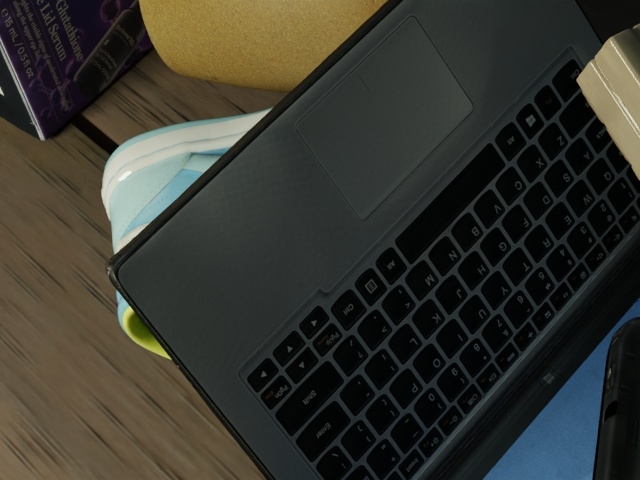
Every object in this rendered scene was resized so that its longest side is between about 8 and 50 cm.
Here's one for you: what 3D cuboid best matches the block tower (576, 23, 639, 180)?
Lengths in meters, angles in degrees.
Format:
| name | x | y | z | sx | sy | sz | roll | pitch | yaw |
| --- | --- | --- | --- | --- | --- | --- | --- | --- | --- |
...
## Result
| name | x | y | z | sx | sy | sz | roll | pitch | yaw |
| --- | --- | --- | --- | --- | --- | --- | --- | --- | --- |
| block tower | 0.318 | -0.141 | 1.004 | 0.335 | 0.091 | 0.097 | -26 | 78 | -20 |

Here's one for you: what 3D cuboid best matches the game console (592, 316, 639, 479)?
| name | x | y | z | sx | sy | sz | roll | pitch | yaw |
| --- | --- | --- | --- | --- | --- | --- | --- | --- | --- |
| game console | 0.200 | 0.184 | 0.816 | 0.213 | 0.044 | 0.361 | 21 | 45 | -4 |

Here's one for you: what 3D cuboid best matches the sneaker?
| name | x | y | z | sx | sy | sz | roll | pitch | yaw |
| --- | --- | --- | --- | --- | --- | --- | --- | --- | --- |
| sneaker | 0.000 | 0.000 | 1.104 | 0.319 | 0.127 | 0.208 | -16 | 47 | 13 |

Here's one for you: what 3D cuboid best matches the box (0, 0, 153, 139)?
| name | x | y | z | sx | sy | sz | roll | pitch | yaw |
| --- | --- | --- | --- | --- | --- | --- | --- | --- | --- |
| box | -0.211 | -0.213 | 1.306 | 0.108 | 0.153 | 0.207 | 30 | 64 | 31 |

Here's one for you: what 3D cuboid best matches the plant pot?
| name | x | y | z | sx | sy | sz | roll | pitch | yaw |
| --- | --- | --- | --- | --- | --- | --- | --- | --- | --- |
| plant pot | -0.005 | -0.209 | 1.226 | 0.254 | 0.237 | 0.237 | -8 | 49 | 24 |

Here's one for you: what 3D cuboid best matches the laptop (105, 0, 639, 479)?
| name | x | y | z | sx | sy | sz | roll | pitch | yaw |
| --- | --- | --- | --- | --- | --- | --- | --- | --- | --- |
| laptop | 0.166 | 0.048 | 0.959 | 0.382 | 0.408 | 0.236 | -45 | 22 | -23 |
